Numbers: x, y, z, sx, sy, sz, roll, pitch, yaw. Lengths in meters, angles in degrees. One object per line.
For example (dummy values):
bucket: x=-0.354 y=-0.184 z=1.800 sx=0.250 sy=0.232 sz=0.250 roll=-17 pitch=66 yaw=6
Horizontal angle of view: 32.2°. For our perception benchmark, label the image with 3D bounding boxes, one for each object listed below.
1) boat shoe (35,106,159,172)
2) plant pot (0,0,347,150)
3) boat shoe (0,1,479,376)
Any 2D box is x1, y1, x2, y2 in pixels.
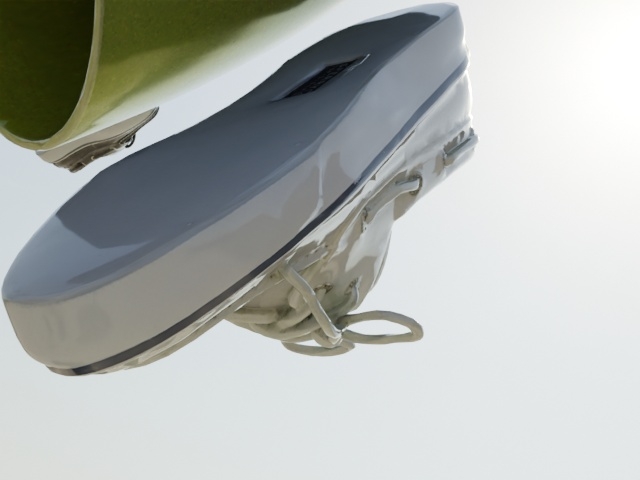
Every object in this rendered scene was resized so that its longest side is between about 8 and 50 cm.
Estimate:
boat shoe: x=-0.168 y=-0.088 z=0.868 sx=0.142 sy=0.049 sz=0.040 roll=-15 pitch=-39 yaw=41
plant pot: x=-0.077 y=-0.222 z=0.705 sx=0.294 sy=0.274 sz=0.275 roll=-19 pitch=-3 yaw=-34
boat shoe: x=-0.007 y=0.000 z=0.586 sx=0.136 sy=0.367 sz=0.156 roll=-6 pitch=-67 yaw=31
